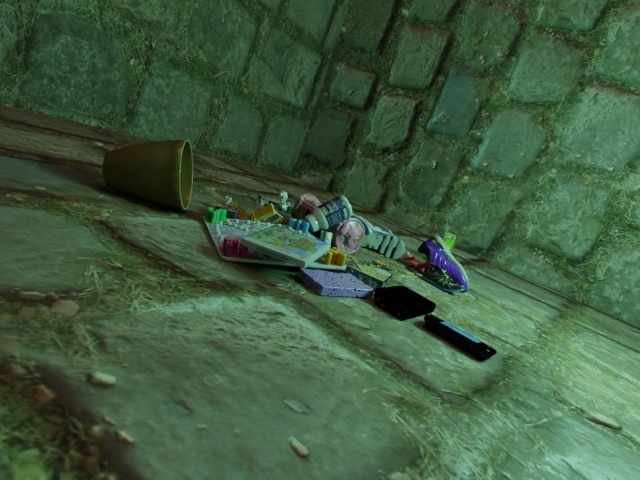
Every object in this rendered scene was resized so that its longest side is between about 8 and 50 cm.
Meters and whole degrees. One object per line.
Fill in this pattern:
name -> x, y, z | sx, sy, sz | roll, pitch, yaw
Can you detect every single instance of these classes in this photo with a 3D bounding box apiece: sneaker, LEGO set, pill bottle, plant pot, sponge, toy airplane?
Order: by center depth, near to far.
sponge -> 0.047, 0.126, 1.209 | 0.210, 0.031, 0.117 | 10, 15, -41
plant pot -> -0.578, -0.232, 1.387 | 0.254, 0.237, 0.237 | 4, 15, -9
pill bottle -> 0.030, -0.099, 1.591 | 0.169, 0.094, 0.094 | -29, 30, -13
LEGO set -> -0.250, -0.107, 1.610 | 0.287, 0.132, 0.107 | -4, -19, 20
sneaker -> 0.507, 0.158, 1.702 | 0.188, 0.078, 0.067 | 29, 17, 39
toy airplane -> 0.417, 0.100, 1.793 | 0.151, 0.028, 0.151 | 22, -28, 12
sneaker -> 0.535, 0.123, 1.834 | 0.293, 0.146, 0.102 | 62, 3, 27
sneaker -> 0.257, -0.017, 2.012 | 0.315, 0.127, 0.182 | 28, 9, 5

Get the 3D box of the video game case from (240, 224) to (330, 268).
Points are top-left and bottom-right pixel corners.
video game case -> -0.092, 0.011, 1.176 | 0.193, 0.023, 0.212 | 20, 18, 15

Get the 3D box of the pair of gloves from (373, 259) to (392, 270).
pair of gloves -> 0.259, 0.102, 1.711 | 0.074, 0.010, 0.083 | 18, 13, -12

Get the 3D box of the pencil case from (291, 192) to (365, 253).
pencil case -> 0.027, -0.079, 1.787 | 0.167, 0.160, 0.386 | -3, 24, -37

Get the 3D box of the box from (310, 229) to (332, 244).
box -> 0.000, 0.000, 1.549 | 0.052, 0.062, 0.083 | 14, -15, -26

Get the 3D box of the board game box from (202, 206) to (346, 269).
board game box -> -0.159, -0.015, 1.345 | 0.390, 0.050, 0.390 | 6, 17, -26

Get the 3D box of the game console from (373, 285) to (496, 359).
game console -> 0.333, 0.229, 1.195 | 0.361, 0.044, 0.213 | 29, 15, 34

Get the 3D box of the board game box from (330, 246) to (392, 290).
board game box -> 0.116, 0.096, 1.428 | 0.243, 0.042, 0.165 | 24, 12, 17

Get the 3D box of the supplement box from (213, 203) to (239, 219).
supplement box -> -0.353, -0.102, 1.539 | 0.083, 0.043, 0.055 | 20, 12, 4

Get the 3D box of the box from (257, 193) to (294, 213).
box -> -0.219, -0.188, 2.157 | 0.207, 0.036, 0.114 | 15, 13, -24

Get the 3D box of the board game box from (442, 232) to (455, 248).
board game box -> 0.580, 0.063, 1.945 | 0.043, 0.181, 0.092 | 26, -10, 25
